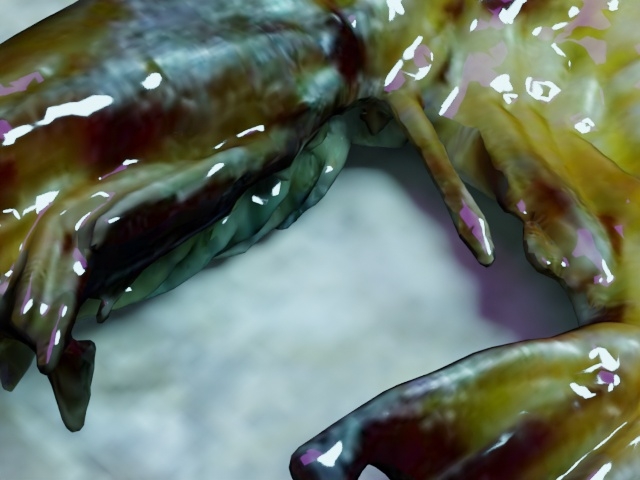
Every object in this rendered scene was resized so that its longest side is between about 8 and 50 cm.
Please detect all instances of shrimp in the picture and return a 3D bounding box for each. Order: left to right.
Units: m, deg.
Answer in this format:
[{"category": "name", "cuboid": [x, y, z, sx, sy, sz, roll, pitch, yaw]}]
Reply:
[{"category": "shrimp", "cuboid": [0.000, 0.005, 0.403, 0.289, 0.075, 0.178, -30, 58, -33]}]
